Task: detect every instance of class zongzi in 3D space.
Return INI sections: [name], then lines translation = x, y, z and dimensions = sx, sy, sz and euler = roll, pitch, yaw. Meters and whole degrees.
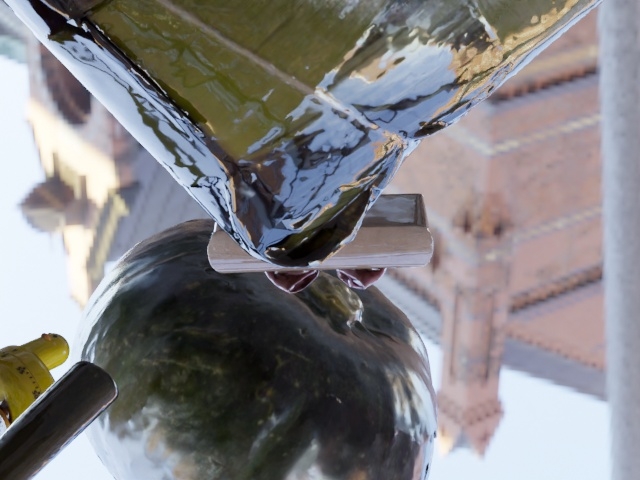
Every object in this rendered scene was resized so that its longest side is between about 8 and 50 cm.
[zongzi]
translation = -0.002, -0.174, 0.806
dimensions = 0.317, 0.289, 0.154
euler = -35, -149, 13

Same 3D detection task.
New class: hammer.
[hammer]
translation = -0.317, 0.254, 1.209
dimensions = 0.168, 0.044, 0.440
euler = 40, -122, 8

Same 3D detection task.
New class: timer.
[timer]
translation = -0.283, 0.148, 1.477
dimensions = 0.107, 0.107, 0.109
euler = 26, -144, 37

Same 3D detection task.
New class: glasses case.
[glasses case]
translation = 0.000, 0.000, 1.375
dimensions = 0.193, 0.070, 0.102
euler = -1, -155, 0

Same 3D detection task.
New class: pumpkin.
[pumpkin]
translation = -0.074, 0.184, 1.755
dimensions = 0.454, 0.344, 0.454
euler = 36, -163, -13
